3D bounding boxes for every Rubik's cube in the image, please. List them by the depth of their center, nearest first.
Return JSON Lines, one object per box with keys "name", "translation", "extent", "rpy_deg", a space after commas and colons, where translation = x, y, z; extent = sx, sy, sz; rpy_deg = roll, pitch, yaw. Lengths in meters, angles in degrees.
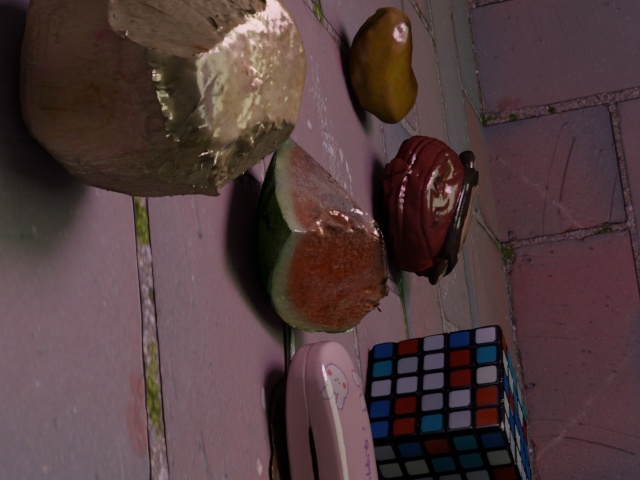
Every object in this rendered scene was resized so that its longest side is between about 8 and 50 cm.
{"name": "Rubik's cube", "translation": [0.168, 0.244, 1.698], "extent": [0.184, 0.187, 0.182], "rpy_deg": [-87, 160, -49]}

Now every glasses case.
{"name": "glasses case", "translation": [0.016, 0.249, 1.303], "extent": [0.113, 0.075, 0.297], "rpy_deg": [-3, 85, -72]}

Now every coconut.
{"name": "coconut", "translation": [-0.114, -0.114, 0.885], "extent": [0.194, 0.194, 0.194], "rpy_deg": [-10, 90, -76]}

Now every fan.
{"name": "fan", "translation": [-0.029, 0.168, 1.343], "extent": [0.152, 0.008, 0.227], "rpy_deg": [47, 37, -63]}

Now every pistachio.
{"name": "pistachio", "translation": [0.086, -0.249, 1.893], "extent": [0.110, 0.100, 0.189], "rpy_deg": [-54, 153, -37]}

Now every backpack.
{"name": "backpack", "translation": [0.156, -0.057, 1.962], "extent": [0.229, 0.138, 0.229], "rpy_deg": [9, 90, -72]}

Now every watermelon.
{"name": "watermelon", "translation": [-0.022, -0.004, 1.340], "extent": [0.146, 0.128, 0.231], "rpy_deg": [57, -14, 32]}
